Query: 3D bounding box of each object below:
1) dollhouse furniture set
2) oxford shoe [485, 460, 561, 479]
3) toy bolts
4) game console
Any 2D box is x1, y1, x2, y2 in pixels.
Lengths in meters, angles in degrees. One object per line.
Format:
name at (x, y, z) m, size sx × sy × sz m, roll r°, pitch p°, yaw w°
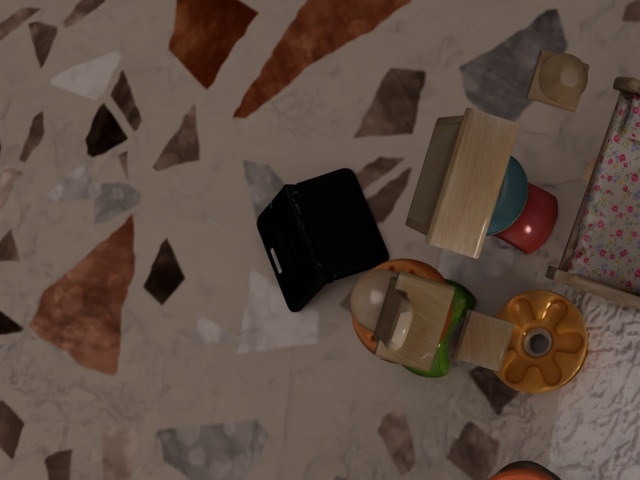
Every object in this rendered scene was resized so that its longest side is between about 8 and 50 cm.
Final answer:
dollhouse furniture set at (0.258, 0.011, 1.281) m, size 0.355 × 0.174 × 0.303 m, roll 18°, pitch 93°, yaw -3°
oxford shoe at (0.218, 0.371, 1.306) m, size 0.130 × 0.133 × 0.364 m, roll -8°, pitch 90°, yaw 16°
toy bolts at (0.150, 0.024, 1.410) m, size 0.218 × 0.158 × 0.228 m, roll 17°, pitch 83°, yaw 30°
game console at (0.000, 0.000, 1.580) m, size 0.107 × 0.071 × 0.122 m, roll -48°, pitch 54°, yaw 42°
